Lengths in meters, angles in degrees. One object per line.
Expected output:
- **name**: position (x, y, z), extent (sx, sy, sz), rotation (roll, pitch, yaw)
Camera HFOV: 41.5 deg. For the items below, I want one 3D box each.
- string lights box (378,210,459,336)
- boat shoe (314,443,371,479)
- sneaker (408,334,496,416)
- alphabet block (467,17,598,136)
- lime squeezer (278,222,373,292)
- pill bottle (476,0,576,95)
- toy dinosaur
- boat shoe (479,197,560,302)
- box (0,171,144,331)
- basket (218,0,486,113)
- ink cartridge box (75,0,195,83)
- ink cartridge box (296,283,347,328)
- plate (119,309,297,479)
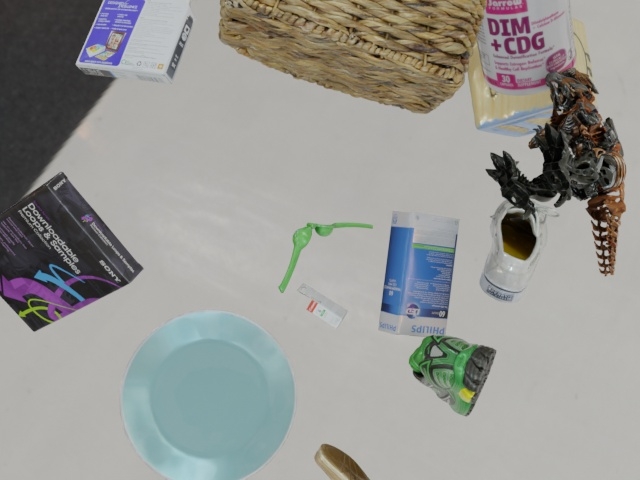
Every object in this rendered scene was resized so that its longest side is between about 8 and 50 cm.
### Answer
- **string lights box**: position (0.212, 0.073, 1.818), extent (0.076, 0.133, 0.260), rotation (8, 90, 61)
- **boat shoe**: position (0.045, 0.363, 1.216), extent (0.059, 0.170, 0.063), rotation (-41, 13, 14)
- **sneaker**: position (0.252, 0.241, 1.631), extent (0.146, 0.343, 0.134), rotation (24, 75, 16)
- **alphabet block**: position (0.420, -0.330, 1.692), extent (0.193, 0.192, 0.197), rotation (-12, 83, 38)
- **lime squeezer**: position (0.000, 0.000, 2.114), extent (0.310, 0.059, 0.110), rotation (-35, 93, -25)
- **pill bottle**: position (0.329, -0.398, 1.397), extent (0.160, 0.283, 0.160), rotation (-13, 38, 10)
- **toy dinosaur**: position (0.407, -0.116, 1.314), extent (0.218, 0.164, 0.322), rotation (-6, 57, -30)
- **boat shoe**: position (0.422, -0.032, 1.784), extent (0.135, 0.157, 0.367), rotation (23, 36, 11)
- **box**: position (-0.257, 0.016, 0.794), extent (0.162, 0.116, 0.029), rotation (-26, 20, 34)
- **basket**: position (0.046, -0.309, 1.031), extent (0.299, 0.213, 0.223), rotation (17, 84, -6)
- **ink cartridge box**: position (-0.357, -0.417, 1.676), extent (0.206, 0.045, 0.208), rotation (10, 73, 21)
- **ink cartridge box**: position (-0.001, 0.139, 1.803), extent (0.115, 0.063, 0.029), rotation (32, 106, 5)
- **plate**: position (-0.119, 0.169, 0.908), extent (0.188, 0.024, 0.188), rotation (1, 75, -4)
